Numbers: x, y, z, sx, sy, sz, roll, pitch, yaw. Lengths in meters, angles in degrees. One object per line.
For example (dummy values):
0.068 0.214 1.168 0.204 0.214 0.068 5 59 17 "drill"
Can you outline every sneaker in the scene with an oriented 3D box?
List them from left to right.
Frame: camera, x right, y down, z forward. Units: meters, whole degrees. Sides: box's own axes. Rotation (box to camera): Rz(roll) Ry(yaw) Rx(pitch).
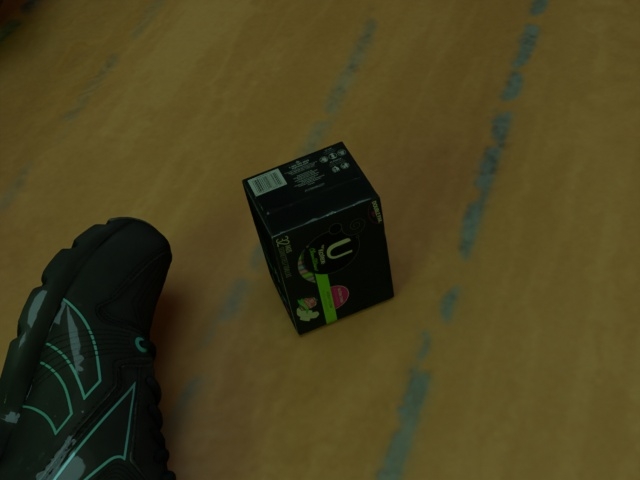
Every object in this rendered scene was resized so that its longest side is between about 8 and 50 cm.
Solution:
-0.117 0.104 0.430 0.106 0.101 0.267 19 52 0 "sneaker"

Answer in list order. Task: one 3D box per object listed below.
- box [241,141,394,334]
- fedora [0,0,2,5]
0.000 0.000 0.488 0.062 0.083 0.052 -22 47 -8 "box"
-0.335 -0.204 0.744 0.194 0.079 0.194 -8 51 11 "fedora"
